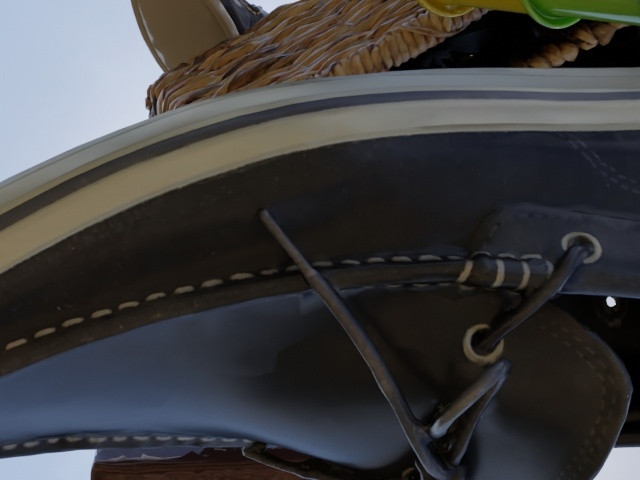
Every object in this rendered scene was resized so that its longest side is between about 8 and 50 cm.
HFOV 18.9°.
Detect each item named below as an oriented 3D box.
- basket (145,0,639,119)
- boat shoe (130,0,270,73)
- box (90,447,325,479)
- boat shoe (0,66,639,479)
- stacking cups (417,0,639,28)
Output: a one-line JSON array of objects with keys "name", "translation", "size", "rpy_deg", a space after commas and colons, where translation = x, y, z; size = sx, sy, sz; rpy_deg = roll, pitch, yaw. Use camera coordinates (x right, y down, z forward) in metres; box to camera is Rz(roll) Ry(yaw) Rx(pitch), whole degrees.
[{"name": "basket", "translation": [0.074, -0.050, 1.098], "size": [0.213, 0.299, 0.223], "rpy_deg": [60, -2, -18]}, {"name": "boat shoe", "translation": [-0.048, -0.115, 1.226], "size": [0.075, 0.065, 0.206], "rpy_deg": [-13, -60, 45]}, {"name": "box", "translation": [-0.021, 0.166, 1.133], "size": [0.203, 0.168, 0.167], "rpy_deg": [-2, -70, 2]}, {"name": "boat shoe", "translation": [0.053, 0.035, 0.761], "size": [0.187, 0.500, 0.156], "rpy_deg": [123, -44, -59]}, {"name": "stacking cups", "translation": [0.181, -0.128, 0.831], "size": [0.316, 0.096, 0.096], "rpy_deg": [13, -71, 39]}]
